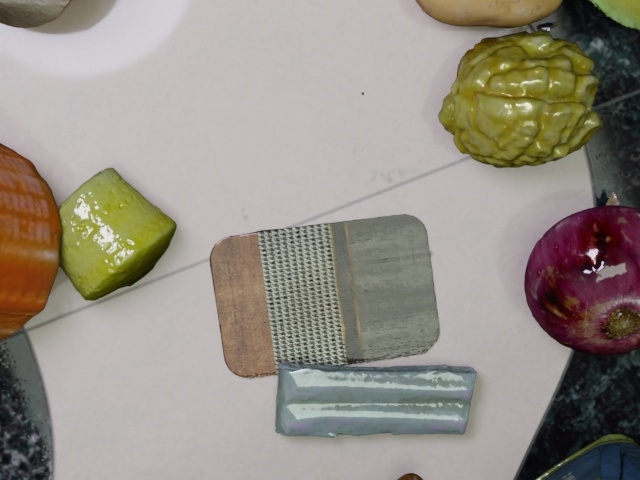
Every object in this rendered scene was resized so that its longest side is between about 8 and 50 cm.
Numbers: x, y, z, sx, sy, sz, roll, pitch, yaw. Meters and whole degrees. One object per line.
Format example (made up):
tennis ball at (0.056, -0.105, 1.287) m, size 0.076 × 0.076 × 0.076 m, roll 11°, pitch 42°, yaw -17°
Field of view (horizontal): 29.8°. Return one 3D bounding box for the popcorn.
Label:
popcorn at (0.220, -0.155, 1.283) m, size 0.173 × 0.173 × 0.142 m, roll -27°, pitch 107°, yaw 0°

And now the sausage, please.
sausage at (-0.421, -0.011, 1.154) m, size 0.233 × 0.287 × 0.233 m, roll -2°, pitch 84°, yaw 20°

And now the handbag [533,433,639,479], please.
handbag at (0.319, 0.356, 1.309) m, size 0.263 × 0.241 × 0.222 m, roll -36°, pitch 98°, yaw -1°

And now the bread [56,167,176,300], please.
bread at (-0.230, -0.004, 1.294) m, size 0.129 × 0.111 × 0.114 m, roll -42°, pitch 90°, yaw -2°

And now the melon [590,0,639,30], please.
melon at (0.351, -0.356, 1.286) m, size 0.169 × 0.129 × 0.265 m, roll -19°, pitch 95°, yaw -22°

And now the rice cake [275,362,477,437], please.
rice cake at (0.062, 0.180, 1.365) m, size 0.226 × 0.040 × 0.085 m, roll 1°, pitch 103°, yaw -5°

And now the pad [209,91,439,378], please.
pad at (-0.003, -0.010, 1.330) m, size 0.250 × 0.055 × 0.323 m, roll -8°, pitch 115°, yaw -3°

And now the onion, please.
onion at (0.311, 0.043, 1.317) m, size 0.177 × 0.153 × 0.177 m, roll -6°, pitch 110°, yaw -16°

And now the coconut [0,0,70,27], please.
coconut at (-0.307, -0.334, 1.168) m, size 0.239 × 0.239 × 0.244 m, roll 33°, pitch 60°, yaw -7°

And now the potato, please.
potato at (0.180, -0.285, 1.281) m, size 0.178 × 0.109 × 0.118 m, roll -3°, pitch 102°, yaw 2°

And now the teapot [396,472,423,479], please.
teapot at (0.035, 0.366, 1.344) m, size 0.178 × 0.135 × 0.252 m, roll 39°, pitch 94°, yaw -12°
